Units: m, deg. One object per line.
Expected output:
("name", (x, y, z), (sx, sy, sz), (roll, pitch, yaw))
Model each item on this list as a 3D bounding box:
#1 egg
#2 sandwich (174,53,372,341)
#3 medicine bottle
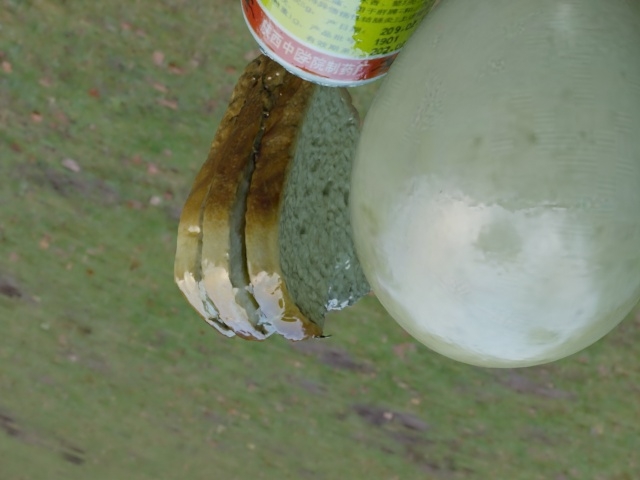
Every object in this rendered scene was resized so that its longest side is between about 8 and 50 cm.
("egg", (0.135, -0.059, 0.805), (0.218, 0.295, 0.218), (14, -172, -2))
("sandwich", (-0.004, 0.000, 1.067), (0.099, 0.254, 0.288), (-5, 148, 29))
("medicine bottle", (0.034, -0.224, 0.827), (0.139, 0.139, 0.225), (22, 144, -6))
